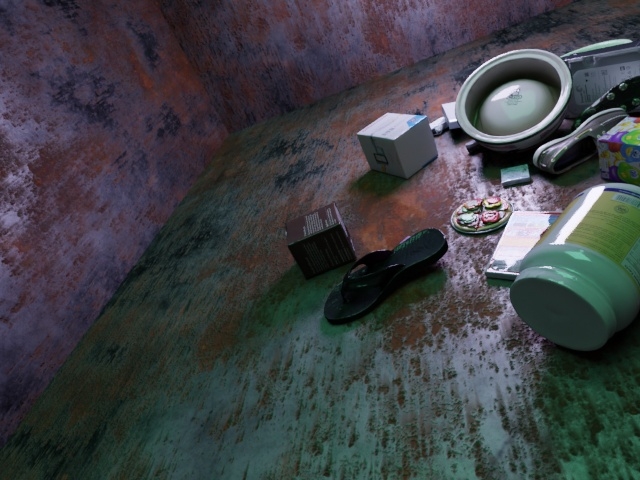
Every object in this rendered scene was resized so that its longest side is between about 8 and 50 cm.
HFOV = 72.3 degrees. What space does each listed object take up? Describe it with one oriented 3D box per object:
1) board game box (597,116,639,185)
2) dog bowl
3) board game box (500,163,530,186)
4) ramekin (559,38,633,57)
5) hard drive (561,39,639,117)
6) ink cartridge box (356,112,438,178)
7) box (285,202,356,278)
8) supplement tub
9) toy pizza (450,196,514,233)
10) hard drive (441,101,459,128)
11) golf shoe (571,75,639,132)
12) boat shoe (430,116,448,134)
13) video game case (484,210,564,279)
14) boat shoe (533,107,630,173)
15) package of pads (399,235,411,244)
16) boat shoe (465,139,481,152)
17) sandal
[{"bbox_3d":[0.964,-0.240,1.233,0.142,0.144,0.275,-35,31,-12],"label":"board game box"},{"bbox_3d":[0.737,-0.512,1.671,0.408,0.150,0.407,-15,62,30],"label":"dog bowl"},{"bbox_3d":[0.689,-0.231,1.549,0.090,0.020,0.090,-9,34,26],"label":"board game box"},{"bbox_3d":[1.080,-0.671,1.761,0.303,0.148,0.303,-21,24,10],"label":"ramekin"},{"bbox_3d":[1.029,-0.568,1.564,0.064,0.236,0.339,-41,30,-24],"label":"hard drive"},{"bbox_3d":[0.337,-0.426,1.938,0.198,0.197,0.270,-36,32,-15],"label":"ink cartridge box"},{"bbox_3d":[0.000,0.000,1.585,0.203,0.167,0.168,-22,31,8],"label":"box"},{"bbox_3d":[0.602,0.054,0.971,0.331,0.241,0.241,-41,33,-22],"label":"supplement tub"},{"bbox_3d":[0.532,-0.093,1.450,0.201,0.032,0.201,-19,32,13],"label":"toy pizza"},{"bbox_3d":[0.743,-0.592,1.968,0.353,0.047,0.233,-9,34,11],"label":"hard drive"},{"bbox_3d":[1.004,-0.476,1.524,0.273,0.105,0.120,-39,7,37],"label":"golf shoe"},{"bbox_3d":[0.544,-0.527,2.072,0.184,0.066,0.063,-17,54,3],"label":"boat shoe"},{"bbox_3d":[0.612,0.010,1.241,0.204,0.025,0.285,4,43,41],"label":"video game case"},{"bbox_3d":[0.883,-0.324,1.456,0.324,0.116,0.096,-28,35,6],"label":"boat shoe"},{"bbox_3d":[0.309,0.018,1.454,0.050,0.032,0.083,-39,32,-19],"label":"package of pads"},{"bbox_3d":[0.671,-0.404,1.806,0.142,0.040,0.049,-21,22,10],"label":"boat shoe"},{"bbox_3d":[0.180,0.086,1.354,0.446,0.107,0.167,-36,32,-1],"label":"sandal"}]
